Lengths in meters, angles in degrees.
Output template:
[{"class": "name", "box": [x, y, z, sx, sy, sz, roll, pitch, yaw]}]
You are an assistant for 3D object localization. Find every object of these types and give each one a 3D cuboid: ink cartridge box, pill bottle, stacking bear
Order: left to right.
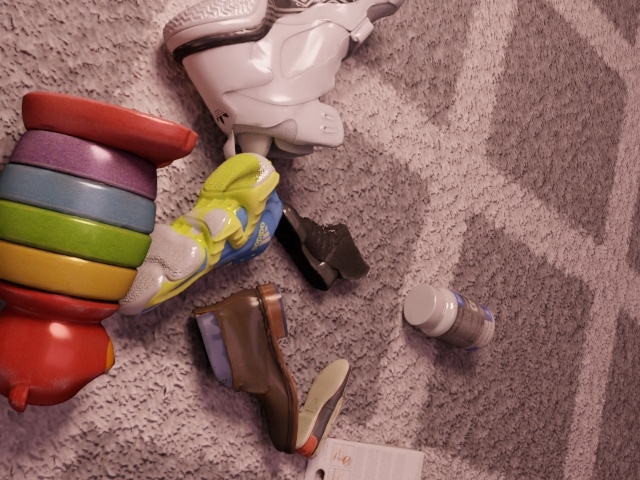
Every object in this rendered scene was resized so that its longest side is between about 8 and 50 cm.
[{"class": "stacking bear", "box": [-0.244, 0.018, 0.662, 0.164, 0.175, 0.289, 15, 85, -22]}, {"class": "ink cartridge box", "box": [0.051, 0.355, 0.941, 0.179, 0.045, 0.146, 15, 77, -17]}, {"class": "pill bottle", "box": [0.198, 0.117, 1.039, 0.137, 0.078, 0.078, 24, 72, -34]}]

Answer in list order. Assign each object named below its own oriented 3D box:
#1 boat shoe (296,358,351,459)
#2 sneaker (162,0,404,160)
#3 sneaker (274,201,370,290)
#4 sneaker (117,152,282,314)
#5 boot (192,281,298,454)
[{"class": "boat shoe", "box": [0.006, 0.224, 0.900, 0.043, 0.049, 0.137, 44, 64, -30]}, {"class": "sneaker", "box": [-0.008, -0.228, 0.878, 0.365, 0.137, 0.210, -26, 103, -31]}, {"class": "sneaker", "box": [0.002, 0.000, 0.918, 0.089, 0.051, 0.170, -46, 118, -31]}, {"class": "sneaker", "box": [-0.128, 0.013, 0.788, 0.240, 0.091, 0.126, -42, 146, -7]}, {"class": "boot", "box": [-0.090, 0.167, 0.831, 0.106, 0.082, 0.219, -10, 97, -16]}]
